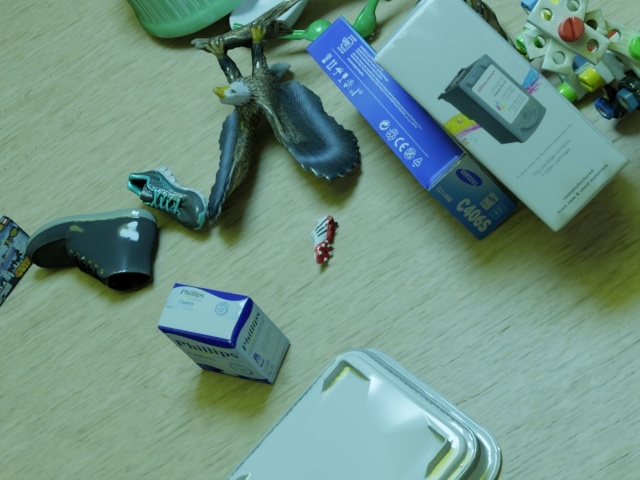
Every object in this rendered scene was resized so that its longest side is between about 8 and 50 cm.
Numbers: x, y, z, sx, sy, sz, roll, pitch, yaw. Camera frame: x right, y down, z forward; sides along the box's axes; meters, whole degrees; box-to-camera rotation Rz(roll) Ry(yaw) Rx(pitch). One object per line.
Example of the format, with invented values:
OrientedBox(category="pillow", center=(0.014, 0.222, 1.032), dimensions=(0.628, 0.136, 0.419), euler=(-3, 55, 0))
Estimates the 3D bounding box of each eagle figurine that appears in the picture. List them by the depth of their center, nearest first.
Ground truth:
OrientedBox(category="eagle figurine", center=(-0.093, -0.188, 1.870), dimensions=(0.226, 0.225, 0.298), euler=(-33, 72, 57))

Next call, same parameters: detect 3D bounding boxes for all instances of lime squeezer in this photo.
OrientedBox(category="lime squeezer", center=(0.015, -0.353, 1.947), dimensions=(0.310, 0.110, 0.059), euler=(-21, 37, 20))

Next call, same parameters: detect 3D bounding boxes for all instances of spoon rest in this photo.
OrientedBox(category="spoon rest", center=(-0.026, -0.406, 2.022), dimensions=(0.276, 0.084, 0.137), euler=(-12, 53, 18))

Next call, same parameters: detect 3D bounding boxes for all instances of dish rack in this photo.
OrientedBox(category="dish rack", center=(0.025, 0.297, 1.522), dimensions=(0.333, 0.072, 0.285), euler=(-48, 51, -8))

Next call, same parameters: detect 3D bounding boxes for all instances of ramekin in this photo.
OrientedBox(category="ramekin", center=(-0.232, -0.511, 2.122), dimensions=(0.303, 0.148, 0.303), euler=(-22, 44, 23))

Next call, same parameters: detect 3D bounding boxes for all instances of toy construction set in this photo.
OrientedBox(category="toy construction set", center=(0.352, -0.259, 1.613), dimensions=(0.151, 0.327, 0.215), euler=(-40, 92, 11))

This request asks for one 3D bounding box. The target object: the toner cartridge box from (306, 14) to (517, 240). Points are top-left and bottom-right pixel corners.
OrientedBox(category="toner cartridge box", center=(0.122, -0.161, 1.716), dimensions=(0.075, 0.165, 0.348), euler=(-44, 50, 9))

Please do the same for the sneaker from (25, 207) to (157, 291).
OrientedBox(category="sneaker", center=(-0.359, 0.027, 1.891), dimensions=(0.222, 0.083, 0.118), euler=(-14, 54, 17))

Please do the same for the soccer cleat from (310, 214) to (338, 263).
OrientedBox(category="soccer cleat", center=(0.000, 0.000, 1.767), dimensions=(0.036, 0.029, 0.083), euler=(-9, 51, 32))

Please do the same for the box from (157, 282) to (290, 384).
OrientedBox(category="box", center=(-0.131, 0.127, 1.671), dimensions=(0.126, 0.137, 0.072), euler=(8, 63, 31))

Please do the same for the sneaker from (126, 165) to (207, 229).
OrientedBox(category="sneaker", center=(-0.239, -0.062, 1.888), dimensions=(0.166, 0.076, 0.065), euler=(31, 114, 43))

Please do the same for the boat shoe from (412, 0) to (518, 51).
OrientedBox(category="boat shoe", center=(0.193, -0.324, 1.781), dimensions=(0.111, 0.104, 0.307), euler=(-43, 26, 4))

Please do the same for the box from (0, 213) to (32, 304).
OrientedBox(category="box", center=(-0.512, 0.039, 1.953), dimensions=(0.027, 0.094, 0.137), euler=(22, 71, 36))

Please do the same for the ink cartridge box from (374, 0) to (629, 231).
OrientedBox(category="ink cartridge box", center=(0.218, -0.172, 1.543), dimensions=(0.131, 0.306, 0.226), euler=(-47, 5, 11))
